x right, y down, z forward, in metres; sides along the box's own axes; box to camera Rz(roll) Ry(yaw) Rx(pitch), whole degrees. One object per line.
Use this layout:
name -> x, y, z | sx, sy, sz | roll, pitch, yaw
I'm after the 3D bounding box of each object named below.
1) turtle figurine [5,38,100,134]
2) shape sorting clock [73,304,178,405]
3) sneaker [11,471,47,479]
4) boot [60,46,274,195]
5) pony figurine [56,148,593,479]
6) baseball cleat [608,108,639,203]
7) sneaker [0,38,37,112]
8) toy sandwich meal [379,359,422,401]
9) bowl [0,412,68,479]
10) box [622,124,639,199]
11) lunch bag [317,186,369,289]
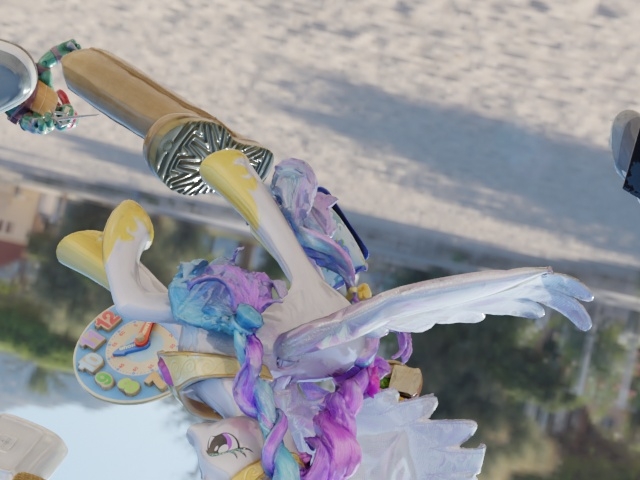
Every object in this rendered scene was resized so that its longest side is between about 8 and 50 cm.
turtle figurine -> -0.405, -0.208, 1.768 | 0.234, 0.175, 0.118 | 25, 134, -35
shape sorting clock -> -0.251, 0.149, 1.784 | 0.206, 0.206, 0.040 | 12, 138, 30
sneaker -> -0.410, 0.390, 1.713 | 0.069, 0.084, 0.185 | 24, -162, -14
boot -> -0.213, -0.149, 1.488 | 0.269, 0.089, 0.236 | 34, -174, 25
pony figurine -> -0.011, 0.085, 1.013 | 0.351, 0.303, 0.363 | -8, -135, -26
baseball cleat -> 0.407, -0.059, 1.465 | 0.072, 0.206, 0.109 | -34, -159, -21
sneaker -> -0.483, -0.154, 1.438 | 0.295, 0.124, 0.178 | -8, -151, 5
toy sandwich meal -> 0.109, 0.208, 1.854 | 0.085, 0.086, 0.029 | 13, 146, 0
bowl -> -0.475, 0.324, 1.912 | 0.142, 0.053, 0.142 | 17, -135, 23
box -> 0.406, -0.108, 1.265 | 0.158, 0.156, 0.093 | -4, -153, -31
lunch bag -> 0.000, 0.000, 1.746 | 0.129, 0.096, 0.151 | 56, -178, -5
